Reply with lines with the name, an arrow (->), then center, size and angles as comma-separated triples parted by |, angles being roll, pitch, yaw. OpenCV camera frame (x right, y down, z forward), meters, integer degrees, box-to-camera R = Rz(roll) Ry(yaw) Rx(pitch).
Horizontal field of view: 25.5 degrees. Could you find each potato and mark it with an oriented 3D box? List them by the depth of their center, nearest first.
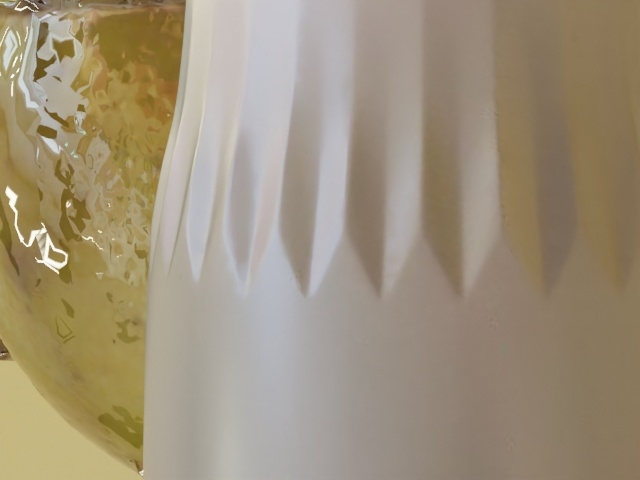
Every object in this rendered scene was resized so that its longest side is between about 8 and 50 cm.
potato -> 0.000, 0.000, 0.859 | 0.442, 0.320, 0.385 | -4, -174, -27

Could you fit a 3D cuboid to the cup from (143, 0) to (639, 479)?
cup -> 0.057, 0.083, 0.547 | 0.253, 0.372, 0.253 | 0, -176, 0
